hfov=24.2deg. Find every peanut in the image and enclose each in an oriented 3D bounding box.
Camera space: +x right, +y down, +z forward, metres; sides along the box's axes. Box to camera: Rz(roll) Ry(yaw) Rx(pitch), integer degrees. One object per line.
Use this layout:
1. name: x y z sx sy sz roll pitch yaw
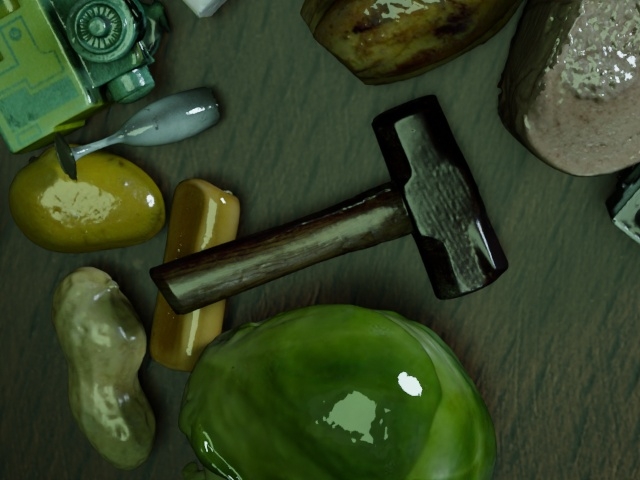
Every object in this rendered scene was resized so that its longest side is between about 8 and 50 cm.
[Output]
1. peanut: -0.269 0.162 1.865 0.117 0.101 0.263 0 100 48

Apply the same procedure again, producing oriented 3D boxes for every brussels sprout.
1. brussels sprout: 0.027 0.218 1.768 0.371 0.276 0.314 30 113 5

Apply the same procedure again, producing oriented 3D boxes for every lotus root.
1. lotus root: 0.132 -0.285 1.734 0.291 0.193 0.193 -31 93 13

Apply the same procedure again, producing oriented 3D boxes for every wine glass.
1. wine glass: -0.219 -0.132 1.807 0.198 0.066 0.066 -22 95 -24

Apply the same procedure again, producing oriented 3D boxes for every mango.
1. mango: -0.287 -0.046 1.849 0.195 0.098 0.137 15 95 -4

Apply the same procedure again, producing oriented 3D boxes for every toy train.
1. toy train: -0.346 -0.311 1.802 0.237 0.150 0.368 -26 92 14

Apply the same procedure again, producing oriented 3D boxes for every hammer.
1. hammer: 0.000 0.000 1.786 0.409 0.095 0.242 -20 95 -7

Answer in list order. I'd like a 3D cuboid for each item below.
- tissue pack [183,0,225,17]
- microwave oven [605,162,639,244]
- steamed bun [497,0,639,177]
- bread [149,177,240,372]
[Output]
1. tissue pack: -0.155 -0.356 1.795 0.106 0.099 0.148 -43 92 11
2. microwave oven: 0.437 -0.080 1.742 0.129 0.163 0.205 39 102 2
3. steamed bun: 0.336 -0.224 1.693 0.199 0.251 0.301 20 103 -6
4. bread: -0.152 0.043 1.854 0.093 0.074 0.239 17 100 43
